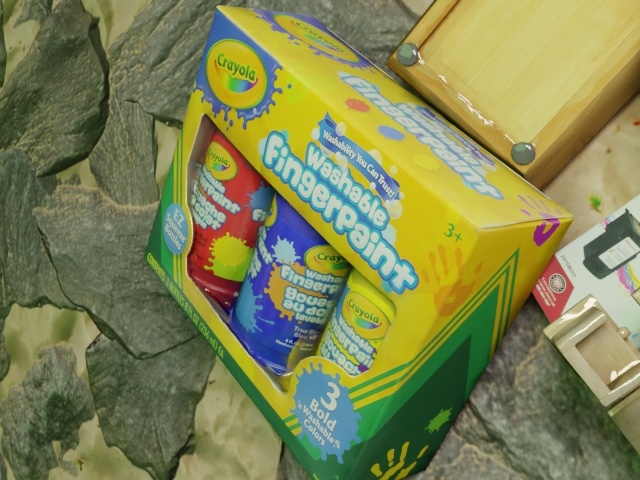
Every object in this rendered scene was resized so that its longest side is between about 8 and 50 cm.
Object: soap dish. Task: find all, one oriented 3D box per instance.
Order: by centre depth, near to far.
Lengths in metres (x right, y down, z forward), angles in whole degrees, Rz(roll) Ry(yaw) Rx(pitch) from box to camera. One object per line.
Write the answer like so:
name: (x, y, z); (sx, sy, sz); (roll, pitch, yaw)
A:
soap dish: (0.230, -0.221, 0.873); (0.229, 0.118, 0.291); (44, 113, 10)

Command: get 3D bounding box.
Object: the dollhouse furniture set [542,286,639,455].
dollhouse furniture set: (0.418, 0.084, 0.704); (0.355, 0.174, 0.303); (-39, 84, 7)

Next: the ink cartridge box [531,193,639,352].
ink cartridge box: (0.311, 0.040, 0.834); (0.175, 0.072, 0.127); (-41, 59, 27)

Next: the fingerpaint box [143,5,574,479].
fingerpaint box: (0.000, 0.000, 0.973); (0.445, 0.163, 0.371); (46, 127, 34)
